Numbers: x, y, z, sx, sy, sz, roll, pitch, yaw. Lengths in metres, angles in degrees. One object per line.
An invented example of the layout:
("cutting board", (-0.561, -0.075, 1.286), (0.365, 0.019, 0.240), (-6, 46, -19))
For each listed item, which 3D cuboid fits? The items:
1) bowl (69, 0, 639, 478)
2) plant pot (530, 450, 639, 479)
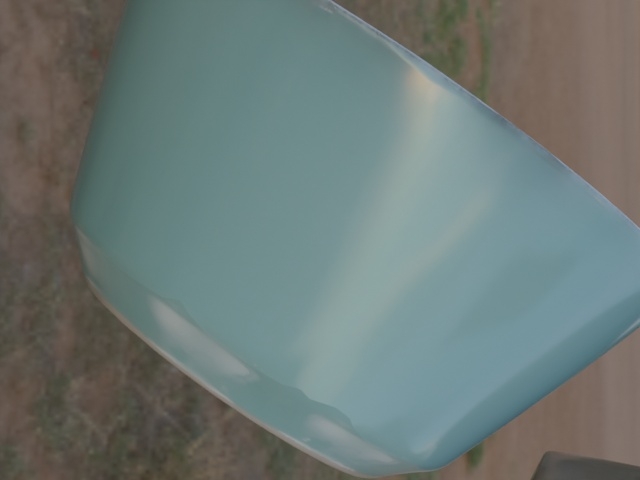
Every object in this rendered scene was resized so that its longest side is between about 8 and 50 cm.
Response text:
("bowl", (0.000, 0.000, 0.644), (0.163, 0.311, 0.311), (-54, 157, 0))
("plant pot", (0.245, 0.292, 0.905), (0.323, 0.280, 0.323), (-61, 168, -22))
